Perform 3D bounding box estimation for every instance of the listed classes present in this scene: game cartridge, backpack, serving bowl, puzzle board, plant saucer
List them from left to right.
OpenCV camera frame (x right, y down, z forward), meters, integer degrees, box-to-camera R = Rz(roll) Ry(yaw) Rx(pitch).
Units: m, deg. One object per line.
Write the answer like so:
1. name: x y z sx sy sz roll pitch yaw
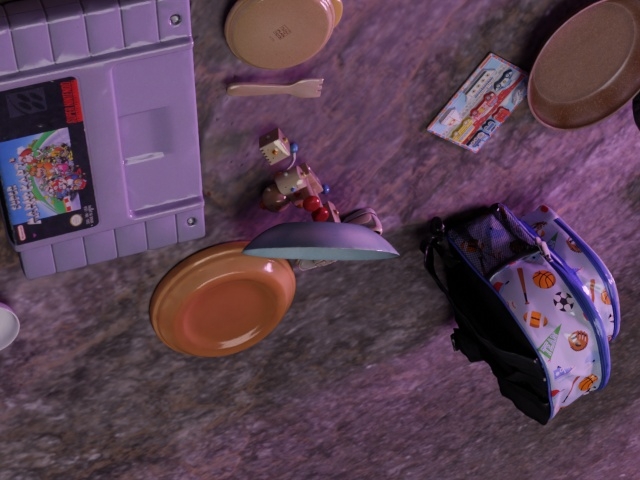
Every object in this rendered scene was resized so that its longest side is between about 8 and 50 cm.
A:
1. serving bowl: -0.408 0.101 1.552 0.083 0.027 0.083 -15 138 -14
2. game cartridge: -0.246 -0.112 1.403 0.230 0.068 0.355 -18 138 -18
3. plant saucer: -0.123 0.086 1.684 0.200 0.037 0.200 -16 138 -15
4. plant saucer: 0.000 0.000 1.575 0.195 0.037 0.195 0 176 0
5. puzzle board: 0.206 -0.171 1.621 0.096 0.011 0.128 19 121 -40
6. backpack: 0.288 0.103 1.752 0.213 0.263 0.276 -27 138 -2
7. plant saucer: 0.337 -0.227 1.609 0.198 0.036 0.199 -18 136 -18

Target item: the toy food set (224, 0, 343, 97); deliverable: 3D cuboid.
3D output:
1. toy food set: -0.041 -0.239 1.405 0.132 0.038 0.192 -2 138 -17

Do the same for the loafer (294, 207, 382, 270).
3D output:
1. loafer: 0.023 0.004 1.677 0.125 0.039 0.045 -33 140 5

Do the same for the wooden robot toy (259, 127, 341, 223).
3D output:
1. wooden robot toy: -0.041 -0.056 1.564 0.079 0.076 0.173 -25 140 13

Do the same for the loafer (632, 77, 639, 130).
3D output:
1. loafer: 0.551 -0.256 1.626 0.130 0.134 0.366 20 121 -40
